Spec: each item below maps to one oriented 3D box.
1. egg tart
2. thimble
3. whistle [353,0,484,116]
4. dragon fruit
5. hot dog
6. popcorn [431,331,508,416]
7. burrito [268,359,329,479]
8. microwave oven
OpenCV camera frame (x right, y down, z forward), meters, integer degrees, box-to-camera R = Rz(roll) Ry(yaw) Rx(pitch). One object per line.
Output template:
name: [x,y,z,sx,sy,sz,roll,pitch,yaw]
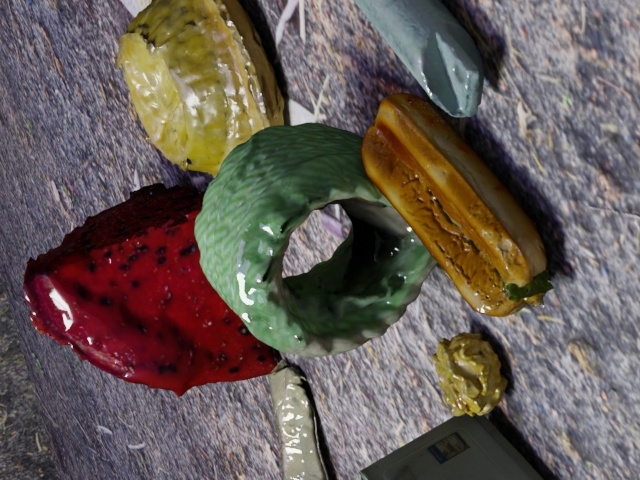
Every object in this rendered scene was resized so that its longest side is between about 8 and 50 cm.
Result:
egg tart: [-0.140,-0.176,1.996,0.290,0.115,0.290,51,155,35]
thimble: [0.000,0.000,1.689,0.150,0.219,0.219,41,147,53]
whistle: [0.050,-0.229,1.539,0.312,0.062,0.062,54,156,31]
dragon fruit: [-0.231,0.028,2.229,0.302,0.330,0.240,53,133,39]
hot dog: [0.125,-0.029,1.552,0.250,0.076,0.104,50,134,31]
popcorn: [0.141,0.128,1.689,0.082,0.057,0.083,66,162,7]
burrito: [-0.022,0.266,2.249,0.058,0.063,0.229,-44,-54,-69]
microwave oven: [0.149,0.290,1.688,0.205,0.163,0.129,48,155,35]
